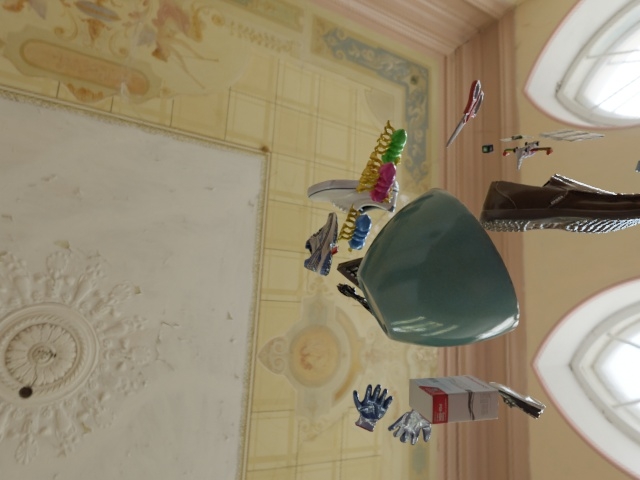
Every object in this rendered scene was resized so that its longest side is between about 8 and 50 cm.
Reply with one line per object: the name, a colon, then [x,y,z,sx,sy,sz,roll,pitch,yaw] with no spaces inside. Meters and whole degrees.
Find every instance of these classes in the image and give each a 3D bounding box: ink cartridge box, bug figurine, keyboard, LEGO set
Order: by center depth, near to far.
ink cartridge box: [0.249,0.298,0.816,0.135,0.099,0.056,1,-91,-12]
bug figurine: [0.118,-0.112,0.898,0.072,0.216,0.279,22,-132,5]
keyboard: [0.157,0.151,1.048,0.317,0.201,0.033,41,-123,-21]
LEGO set: [0.556,-0.240,1.116,0.244,0.182,0.060,-8,-71,4]

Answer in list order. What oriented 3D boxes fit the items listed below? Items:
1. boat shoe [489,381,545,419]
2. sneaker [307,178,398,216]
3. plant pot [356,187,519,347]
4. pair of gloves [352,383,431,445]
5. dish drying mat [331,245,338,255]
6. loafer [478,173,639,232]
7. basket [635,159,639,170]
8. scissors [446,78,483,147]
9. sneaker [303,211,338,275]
boat shoe: [0.429,0.354,0.956,0.125,0.046,0.038,23,-85,3]
sneaker: [0.077,-0.109,1.145,0.094,0.258,0.091,18,-106,-60]
plant pot: [0.182,0.077,0.788,0.195,0.290,0.290,-26,-83,-4]
pair of gloves: [0.162,0.397,0.987,0.198,0.159,0.023,19,-147,8]
dish drying mat: [0.007,0.039,1.016,0.008,0.083,0.032,51,-158,-18]
loafer: [0.546,-0.092,0.964,0.365,0.134,0.130,1,-101,10]
basket: [0.813,-0.117,0.839,0.254,0.289,0.201,12,-81,7]
scissors: [0.452,-0.373,1.346,0.297,0.021,0.109,-64,-33,-20]
sneaker: [0.000,0.000,0.836,0.058,0.052,0.135,10,-119,9]
